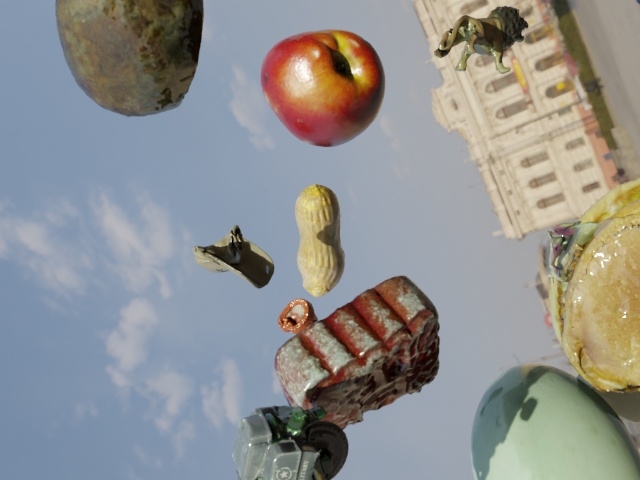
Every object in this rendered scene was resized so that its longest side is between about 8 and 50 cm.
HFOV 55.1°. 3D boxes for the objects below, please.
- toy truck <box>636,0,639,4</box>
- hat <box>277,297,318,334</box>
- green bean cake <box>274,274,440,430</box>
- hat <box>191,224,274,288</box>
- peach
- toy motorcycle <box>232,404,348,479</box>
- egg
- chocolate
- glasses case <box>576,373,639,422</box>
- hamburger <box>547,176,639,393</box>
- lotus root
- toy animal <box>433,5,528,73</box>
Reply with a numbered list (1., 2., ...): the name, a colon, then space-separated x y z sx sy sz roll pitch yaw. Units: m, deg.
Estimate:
1. toy truck: 0.514 -0.418 0.972 0.074 0.136 0.063 92 -168 -51
2. hat: -0.041 0.243 1.796 0.094 0.112 0.162 38 176 36
3. green bean cake: 0.060 0.169 0.844 0.097 0.233 0.198 49 158 36
4. hat: -0.187 0.053 1.276 0.175 0.085 0.147 39 -148 17
5. peach: 0.001 -0.280 1.140 0.243 0.244 0.199 32 -118 -52
6. toy motorcycle: -0.068 0.306 0.657 0.187 0.125 0.274 8 -81 -24
7. egg: 0.403 0.398 1.050 0.276 0.276 0.388 40 -148 -46
8. chocolate: 0.000 0.000 1.660 0.134 0.134 0.309 -28 -61 -65
9. glasses case: 0.629 0.193 1.172 0.131 0.312 0.070 26 -165 -6
10. hamburger: 0.467 0.052 0.809 0.195 0.318 0.276 -33 -68 -70
11. lotus root: -0.300 -0.336 0.991 0.210 0.314 0.142 -21 -118 -28
12. toy animal: 0.206 -0.257 0.813 0.220 0.069 0.086 -31 -59 -44
